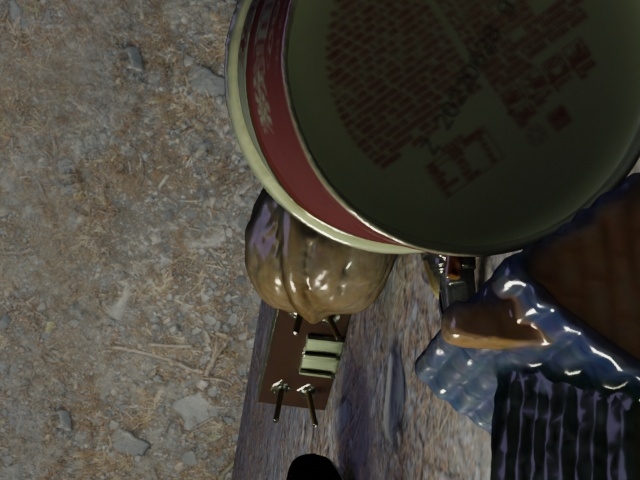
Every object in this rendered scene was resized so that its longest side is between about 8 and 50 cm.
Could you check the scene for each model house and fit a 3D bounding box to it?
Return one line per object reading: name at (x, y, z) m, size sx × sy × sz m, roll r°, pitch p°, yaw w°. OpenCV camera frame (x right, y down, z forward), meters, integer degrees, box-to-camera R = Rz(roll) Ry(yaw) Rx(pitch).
model house at (0.123, 0.085, 0.363) m, size 0.166 × 0.172 × 0.182 m, roll 117°, pitch 159°, yaw -61°

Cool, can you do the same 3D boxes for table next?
table at (-0.026, 0.195, 1.374) m, size 0.111 × 0.122 × 0.240 m, roll -97°, pitch 17°, yaw -58°

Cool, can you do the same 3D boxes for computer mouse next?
computer mouse at (-0.003, 0.392, 1.144) m, size 0.233 × 0.096 × 0.137 m, roll -93°, pitch 18°, yaw -68°

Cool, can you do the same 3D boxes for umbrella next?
umbrella at (0.116, -0.040, 0.782) m, size 0.066 × 0.059 × 0.235 m, roll 8°, pitch -103°, yaw -74°

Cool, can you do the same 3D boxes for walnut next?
walnut at (0.000, 0.000, 1.111) m, size 0.224 × 0.224 × 0.224 m, roll -172°, pitch 90°, yaw -81°

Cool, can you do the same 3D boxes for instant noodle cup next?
instant noodle cup at (0.063, -0.094, 0.458) m, size 0.178 × 0.235 × 0.234 m, roll -124°, pitch 43°, yaw -80°

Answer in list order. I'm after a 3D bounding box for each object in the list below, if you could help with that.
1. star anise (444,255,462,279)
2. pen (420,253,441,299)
star anise at (0.146, -0.104, 0.698) m, size 0.177 × 0.073 × 0.233 m, roll -66°, pitch -7°, yaw -60°
pen at (0.123, -0.013, 0.922) m, size 0.040 × 0.032 × 0.233 m, roll -50°, pitch 25°, yaw 26°
